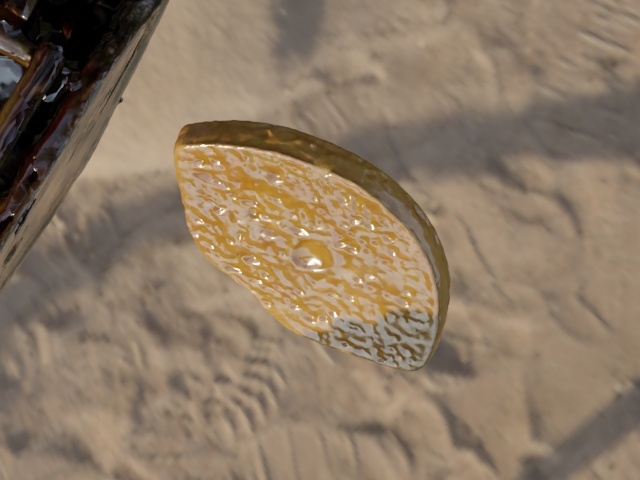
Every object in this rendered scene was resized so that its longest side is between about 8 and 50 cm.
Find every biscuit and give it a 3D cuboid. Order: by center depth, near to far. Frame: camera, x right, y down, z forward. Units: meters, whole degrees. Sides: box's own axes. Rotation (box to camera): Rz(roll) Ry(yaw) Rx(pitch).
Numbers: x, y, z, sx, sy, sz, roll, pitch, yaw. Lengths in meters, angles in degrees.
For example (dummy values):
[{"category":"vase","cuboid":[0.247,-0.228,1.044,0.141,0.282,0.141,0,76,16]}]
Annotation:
[{"category":"biscuit","cuboid":[0.000,0.000,1.224,0.220,0.029,0.142,40,135,-18]}]

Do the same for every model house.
[{"category":"model house","cuboid":[-0.311,-0.106,1.419,0.282,0.297,0.317,31,129,-1]}]
